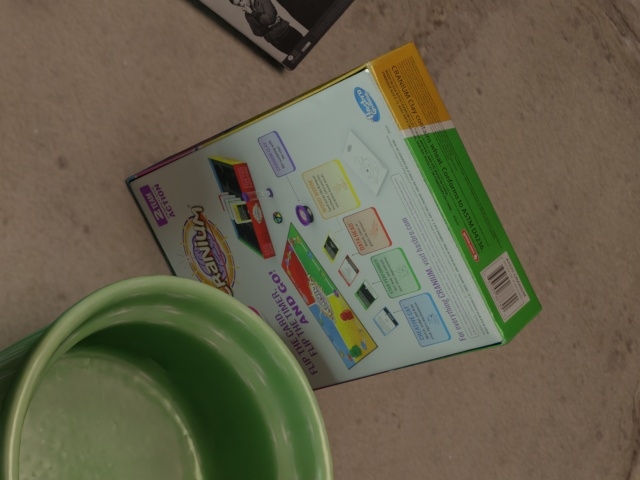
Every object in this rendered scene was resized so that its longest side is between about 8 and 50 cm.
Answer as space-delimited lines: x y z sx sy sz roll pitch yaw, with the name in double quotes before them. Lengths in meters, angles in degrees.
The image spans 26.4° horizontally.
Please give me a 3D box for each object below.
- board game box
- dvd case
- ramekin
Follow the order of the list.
"board game box" 0.000 0.000 1.153 0.064 0.316 0.242 -34 101 -45
"dvd case" -0.057 -0.297 1.314 0.238 0.179 0.029 35 16 -31
"ramekin" -0.148 0.190 1.065 0.303 0.148 0.303 16 65 -39
